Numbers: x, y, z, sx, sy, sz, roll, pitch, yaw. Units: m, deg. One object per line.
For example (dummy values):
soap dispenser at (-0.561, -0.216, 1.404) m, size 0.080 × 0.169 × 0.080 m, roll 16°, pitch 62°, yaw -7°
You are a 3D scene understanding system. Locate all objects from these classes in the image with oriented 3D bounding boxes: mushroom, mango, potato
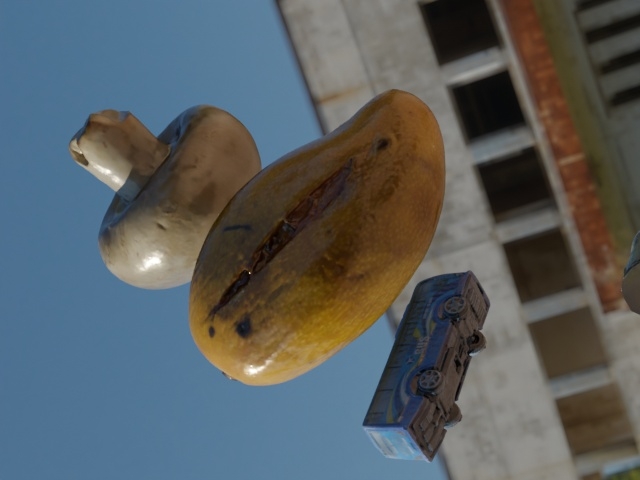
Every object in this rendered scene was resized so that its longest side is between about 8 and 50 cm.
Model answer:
mushroom at (-0.165, -0.060, 1.543) m, size 0.204 × 0.204 × 0.204 m, roll -18°, pitch -90°, yaw -74°
mango at (-0.004, 0.000, 1.325) m, size 0.120 × 0.295 × 0.177 m, roll 18°, pitch -154°, yaw -51°
potato at (0.329, 0.008, 1.461) m, size 0.066 × 0.096 × 0.103 m, roll 29°, pitch -141°, yaw -9°

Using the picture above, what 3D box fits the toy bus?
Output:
toy bus at (0.125, 0.142, 1.773) m, size 0.079 × 0.094 × 0.237 m, roll 62°, pitch -141°, yaw -41°
